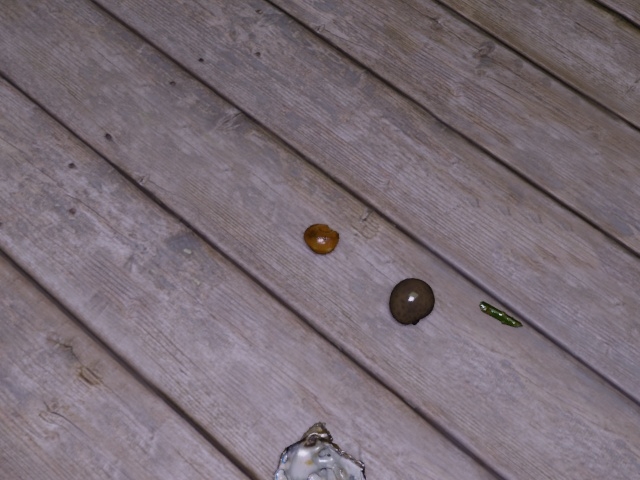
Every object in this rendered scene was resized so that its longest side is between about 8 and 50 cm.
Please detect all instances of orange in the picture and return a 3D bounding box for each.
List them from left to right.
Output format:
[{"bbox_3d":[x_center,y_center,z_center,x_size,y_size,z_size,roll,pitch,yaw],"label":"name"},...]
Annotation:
[{"bbox_3d":[0.000,0.000,1.693,0.086,0.062,0.086,12,23,-5],"label":"orange"}]

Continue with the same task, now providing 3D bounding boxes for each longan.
[{"bbox_3d":[0.205,0.140,1.628,0.113,0.092,0.113,-7,103,-29],"label":"longan"}]

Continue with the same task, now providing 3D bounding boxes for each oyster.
[{"bbox_3d":[-0.007,0.502,1.438,0.223,0.083,0.214,-46,66,-4],"label":"oyster"}]

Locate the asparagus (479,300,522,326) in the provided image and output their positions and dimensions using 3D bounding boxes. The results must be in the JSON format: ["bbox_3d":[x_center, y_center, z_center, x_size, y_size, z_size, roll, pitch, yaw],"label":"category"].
[{"bbox_3d":[0.414,0.173,1.664,0.108,0.021,0.025,29,69,9],"label":"asparagus"}]
